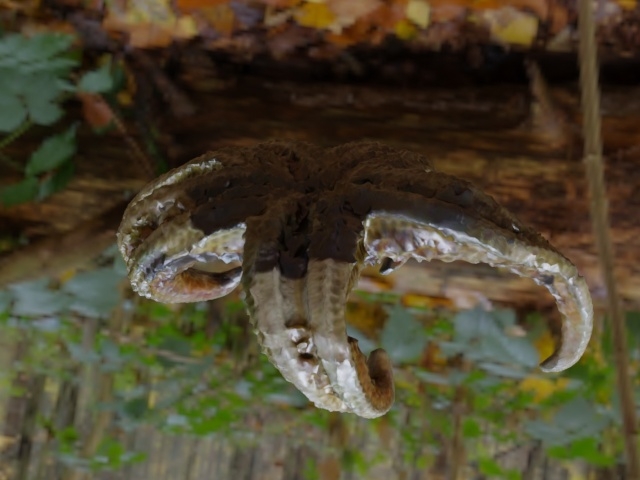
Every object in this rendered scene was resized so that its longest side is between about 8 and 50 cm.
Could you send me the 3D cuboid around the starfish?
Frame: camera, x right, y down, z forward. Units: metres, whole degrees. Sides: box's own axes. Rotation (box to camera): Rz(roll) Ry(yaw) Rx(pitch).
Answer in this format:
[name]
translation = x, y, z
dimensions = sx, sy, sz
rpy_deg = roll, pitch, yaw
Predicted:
[starfish]
translation = -0.001, 0.001, 0.495
dimensions = 0.146, 0.074, 0.190
rpy_deg = -18, -154, -37
